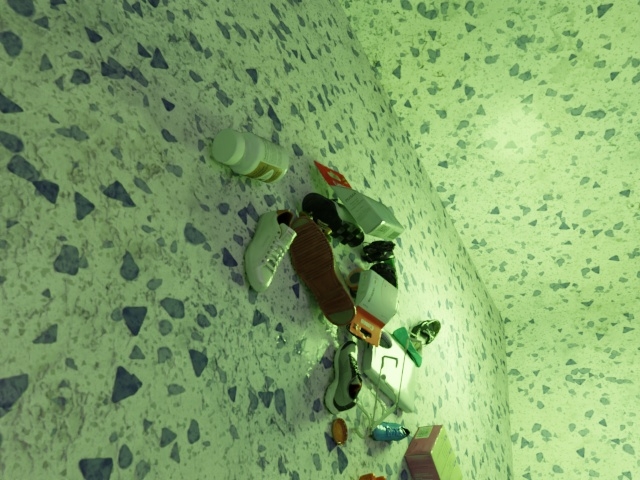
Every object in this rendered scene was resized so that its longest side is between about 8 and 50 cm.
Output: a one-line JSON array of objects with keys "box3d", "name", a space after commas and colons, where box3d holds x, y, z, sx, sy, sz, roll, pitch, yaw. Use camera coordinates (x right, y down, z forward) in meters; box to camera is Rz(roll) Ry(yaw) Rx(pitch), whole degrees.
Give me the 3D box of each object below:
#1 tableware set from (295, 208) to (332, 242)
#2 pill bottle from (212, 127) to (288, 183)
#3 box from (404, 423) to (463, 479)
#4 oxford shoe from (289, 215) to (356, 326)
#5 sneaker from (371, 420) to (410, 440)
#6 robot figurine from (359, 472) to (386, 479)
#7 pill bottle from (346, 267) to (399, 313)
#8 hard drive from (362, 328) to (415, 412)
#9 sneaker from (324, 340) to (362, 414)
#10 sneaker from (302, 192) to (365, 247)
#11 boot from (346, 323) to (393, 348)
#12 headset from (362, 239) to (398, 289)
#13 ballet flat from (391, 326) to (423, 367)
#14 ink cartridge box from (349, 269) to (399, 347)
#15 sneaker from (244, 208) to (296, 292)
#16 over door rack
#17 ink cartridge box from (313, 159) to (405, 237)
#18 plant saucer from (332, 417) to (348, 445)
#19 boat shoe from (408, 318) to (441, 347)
[{"box3d": [-0.023, -0.051, 1.630, 0.024, 0.154, 0.104, -43, 145, -33], "name": "tableware set"}, {"box3d": [-0.214, -0.261, 1.440, 0.229, 0.131, 0.131, 12, 63, -56], "name": "pill bottle"}, {"box3d": [0.459, 0.911, 1.888, 0.214, 0.117, 0.242, -23, 93, -60], "name": "box"}, {"box3d": [-0.001, 0.103, 1.623, 0.146, 0.141, 0.396, -57, 126, -84], "name": "oxford shoe"}, {"box3d": [0.258, 0.698, 1.717, 0.209, 0.082, 0.069, 29, 51, -47], "name": "sneaker"}, {"box3d": [0.156, 0.832, 1.421, 0.158, 0.128, 0.219, 60, 29, -43], "name": "robot figurine"}, {"box3d": [0.202, 0.209, 1.856, 0.245, 0.131, 0.130, 46, 38, -37], "name": "pill bottle"}, {"box3d": [0.284, 0.512, 1.901, 0.353, 0.047, 0.232, 49, 36, -32], "name": "hard drive"}, {"box3d": [0.098, 0.453, 1.569, 0.100, 0.108, 0.271, 51, 34, -27], "name": "sneaker"}, {"box3d": [0.035, -0.101, 1.800, 0.331, 0.123, 0.146, 38, 25, -42], "name": "sneaker"}, {"box3d": [0.182, 0.359, 1.757, 0.190, 0.069, 0.086, 38, 38, 7], "name": "boot"}, {"box3d": [0.282, 0.100, 1.997, 0.394, 0.185, 0.243, 42, 39, -55], "name": "headset"}, {"box3d": [0.407, 0.469, 2.072, 0.247, 0.087, 0.083, 52, 1, -27], "name": "ballet flat"}, {"box3d": [0.201, 0.249, 1.701, 0.189, 0.066, 0.232, 37, 51, -37], "name": "ink cartridge box"}, {"box3d": [-0.143, 0.016, 1.408, 0.106, 0.123, 0.289, 44, 40, -41], "name": "sneaker"}, {"box3d": [0.223, 0.495, 1.631, 0.240, 0.108, 0.324, -10, 121, -57], "name": "over door rack"}, {"box3d": [0.164, -0.178, 1.909, 0.384, 0.091, 0.308, 56, 19, 19], "name": "ink cartridge box"}, {"box3d": [0.061, 0.614, 1.505, 0.083, 0.013, 0.083, 34, 46, -45], "name": "plant saucer"}, {"box3d": [0.505, 0.446, 2.257, 0.303, 0.091, 0.114, -29, 98, -60], "name": "boat shoe"}]
